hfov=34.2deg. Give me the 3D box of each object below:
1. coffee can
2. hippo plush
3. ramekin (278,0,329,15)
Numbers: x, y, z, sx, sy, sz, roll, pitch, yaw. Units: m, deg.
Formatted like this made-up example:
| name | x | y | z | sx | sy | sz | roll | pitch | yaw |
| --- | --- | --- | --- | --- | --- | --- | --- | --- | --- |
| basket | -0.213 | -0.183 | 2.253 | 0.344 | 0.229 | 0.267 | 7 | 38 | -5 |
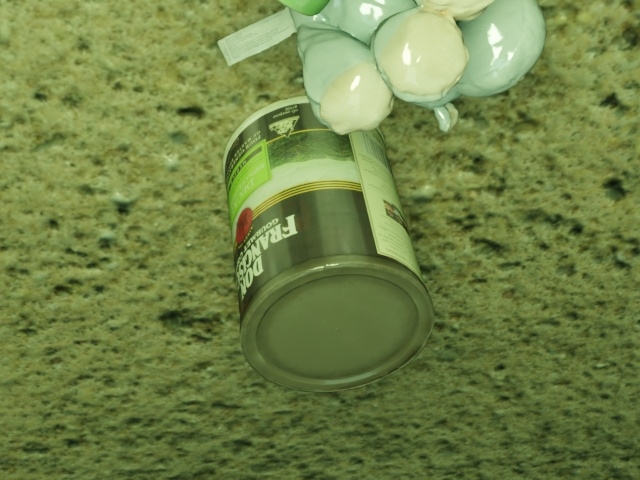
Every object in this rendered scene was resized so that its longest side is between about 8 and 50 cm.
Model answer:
| name | x | y | z | sx | sy | sz | roll | pitch | yaw |
| --- | --- | --- | --- | --- | --- | --- | --- | --- | --- |
| coffee can | 0.000 | 0.000 | 1.157 | 0.201 | 0.275 | 0.201 | -5 | 135 | -6 |
| hippo plush | 0.087 | -0.179 | 0.999 | 0.294 | 0.234 | 0.236 | -16 | 152 | 36 |
| ramekin | -0.053 | -0.338 | 0.807 | 0.148 | 0.303 | 0.303 | -40 | 129 | 16 |
